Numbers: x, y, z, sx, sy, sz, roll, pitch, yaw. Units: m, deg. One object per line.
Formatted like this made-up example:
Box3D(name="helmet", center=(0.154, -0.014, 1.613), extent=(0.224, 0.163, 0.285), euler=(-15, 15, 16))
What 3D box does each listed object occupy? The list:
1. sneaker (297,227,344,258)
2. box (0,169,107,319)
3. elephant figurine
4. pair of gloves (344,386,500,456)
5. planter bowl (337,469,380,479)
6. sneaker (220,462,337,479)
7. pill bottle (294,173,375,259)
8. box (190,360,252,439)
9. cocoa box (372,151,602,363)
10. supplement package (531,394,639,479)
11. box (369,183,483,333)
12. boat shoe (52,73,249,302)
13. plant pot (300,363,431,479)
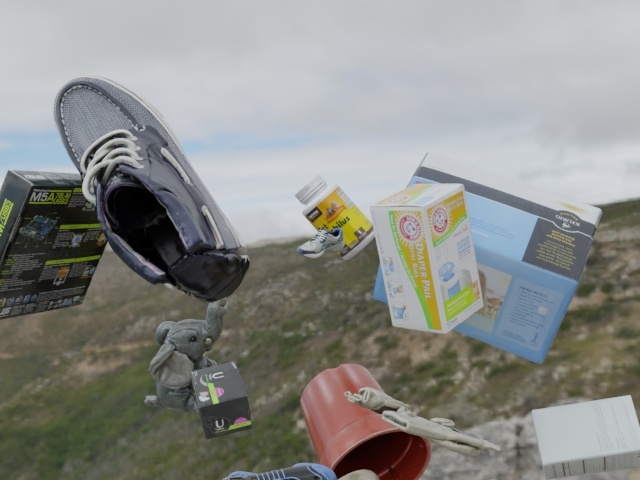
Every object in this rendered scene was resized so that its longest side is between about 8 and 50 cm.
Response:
Box3D(name="sneaker", center=(0.000, 0.000, 1.810), extent=(0.135, 0.058, 0.052), euler=(-18, 37, -40))
Box3D(name="box", center=(-0.337, 0.005, 0.959), extent=(0.045, 0.184, 0.190), euler=(27, 13, 18))
Box3D(name="elephant figurine", center=(-0.281, 0.233, 1.609), extent=(0.186, 0.239, 0.169), euler=(-31, 32, -31))
Box3D(name="pair of gloves", center=(0.164, 0.303, 1.312), extent=(0.204, 0.042, 0.240), euler=(26, -8, -22))
Box3D(name="planter bowl", center=(0.080, 0.552, 1.526), extent=(0.162, 0.162, 0.109), euler=(-4, 30, -34))
Box3D(name="sneaker", center=(-0.088, 0.458, 1.404), extent=(0.232, 0.081, 0.090), euler=(-11, 0, 17))
Box3D(name="pill bottle", center=(0.036, -0.063, 1.961), extent=(0.117, 0.215, 0.117), euler=(-42, 1, 1))
Box3D(name="box", center=(-0.126, 0.201, 0.980), extent=(0.062, 0.052, 0.083), euler=(-12, 25, -14))
Box3D(name="cocoa box", center=(0.307, 0.028, 1.458), extent=(0.347, 0.231, 0.228), euler=(21, 44, 14))
Box3D(name="supplement package", center=(0.489, 0.362, 1.417), extent=(0.179, 0.105, 0.105), euler=(-12, -34, 13))
Box3D(name="box", center=(0.164, 0.025, 1.185), extent=(0.103, 0.203, 0.114), euler=(3, 21, 44))
Box3D(name="boat shoe", center=(-0.217, -0.081, 0.875), extent=(0.127, 0.340, 0.158), euler=(-44, -14, 3))
Box3D(name="plant pot", center=(0.087, 0.459, 1.873), extent=(0.272, 0.272, 0.265), euler=(-5, 35, -22))
